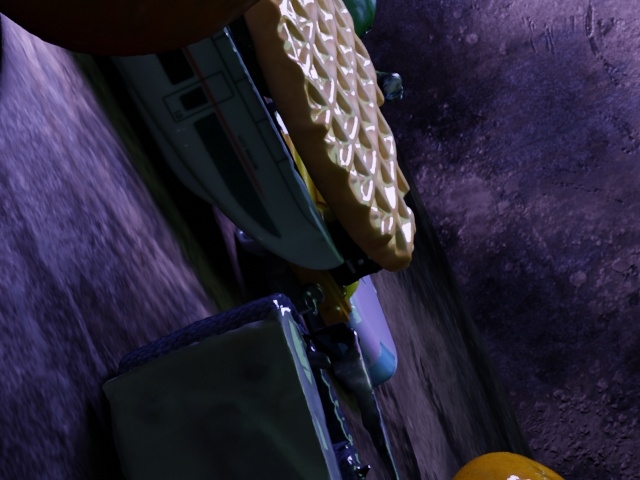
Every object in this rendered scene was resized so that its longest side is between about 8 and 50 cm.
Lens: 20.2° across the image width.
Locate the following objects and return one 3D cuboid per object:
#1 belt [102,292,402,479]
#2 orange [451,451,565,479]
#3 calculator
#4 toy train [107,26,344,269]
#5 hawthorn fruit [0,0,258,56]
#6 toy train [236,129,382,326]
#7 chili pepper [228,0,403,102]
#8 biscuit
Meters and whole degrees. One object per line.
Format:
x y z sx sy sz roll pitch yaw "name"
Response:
-0.017 0.139 0.909 0.139 0.126 0.230 56 15 -62 "belt"
0.195 0.290 1.807 0.159 0.136 0.159 27 7 -4 "orange"
0.000 0.000 1.665 0.173 0.051 0.293 42 26 -69 "calculator"
-0.098 -0.128 1.236 0.407 0.088 0.086 63 2 -29 "toy train"
-0.082 -0.249 0.950 0.277 0.298 0.277 -19 90 -80 "hawthorn fruit"
0.002 -0.019 1.460 0.089 0.127 0.219 59 12 -33 "toy train"
-0.025 -0.213 1.695 0.261 0.165 0.174 57 -6 -35 "chili pepper"
-0.003 -0.137 1.365 0.204 0.040 0.309 39 30 -59 "biscuit"
